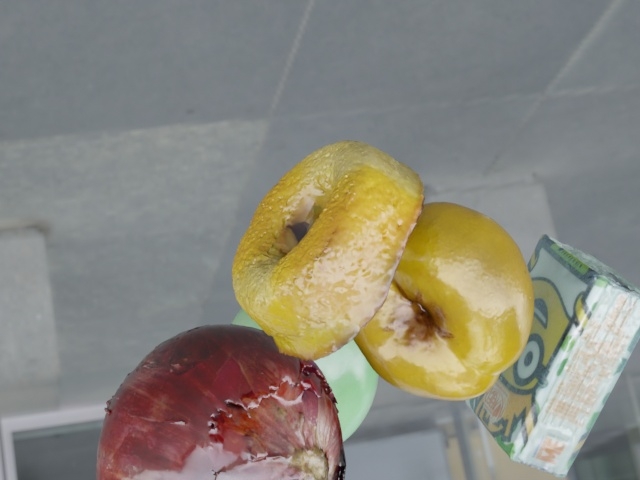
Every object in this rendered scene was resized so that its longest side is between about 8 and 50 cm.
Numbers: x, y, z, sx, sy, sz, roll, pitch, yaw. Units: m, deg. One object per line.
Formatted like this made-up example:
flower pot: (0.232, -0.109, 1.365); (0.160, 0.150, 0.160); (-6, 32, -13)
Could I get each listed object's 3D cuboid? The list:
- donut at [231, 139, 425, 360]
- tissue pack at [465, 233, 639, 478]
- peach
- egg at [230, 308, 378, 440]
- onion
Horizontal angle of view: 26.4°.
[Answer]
donut: (-0.001, -0.001, 1.119); (0.075, 0.190, 0.174); (35, 174, -26)
tissue pack: (0.358, 0.173, 2.083); (0.128, 0.310, 0.228); (22, -170, -18)
peach: (0.103, 0.055, 1.196); (0.179, 0.179, 0.103); (-23, -177, 34)
egg: (-0.029, 0.182, 1.904); (0.221, 0.220, 0.269); (-6, 130, -14)
onion: (-0.101, 0.222, 1.407); (0.276, 0.276, 0.276); (-10, 162, -3)
